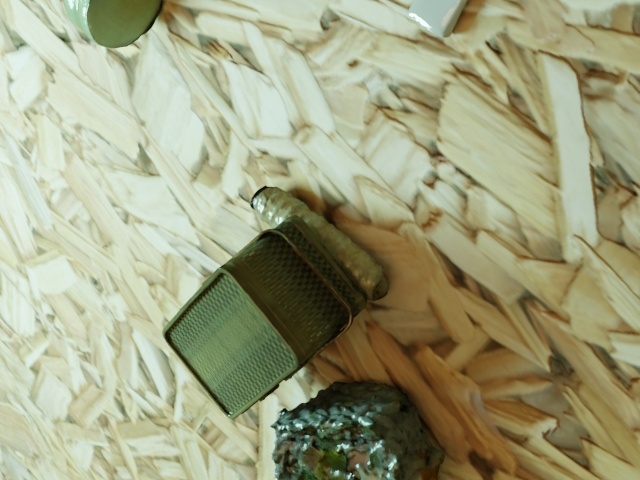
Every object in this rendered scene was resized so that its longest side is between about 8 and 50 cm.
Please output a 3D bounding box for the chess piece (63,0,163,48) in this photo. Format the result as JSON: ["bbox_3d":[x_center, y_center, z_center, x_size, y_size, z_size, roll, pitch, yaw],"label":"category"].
[{"bbox_3d":[-0.341,-0.379,1.456,0.243,0.133,0.133,38,125,28],"label":"chess piece"}]

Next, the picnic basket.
[{"bbox_3d":[-0.075,0.104,1.371,0.165,0.139,0.266,50,142,4],"label":"picnic basket"}]

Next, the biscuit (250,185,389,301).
[{"bbox_3d":[0.000,0.000,1.374,0.219,0.061,0.055,39,98,21],"label":"biscuit"}]

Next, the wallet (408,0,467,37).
[{"bbox_3d":[0.146,-0.294,1.179,0.061,0.025,0.122,37,125,18],"label":"wallet"}]

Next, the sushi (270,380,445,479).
[{"bbox_3d":[0.033,0.291,1.399,0.274,0.139,0.184,-3,103,31],"label":"sushi"}]
